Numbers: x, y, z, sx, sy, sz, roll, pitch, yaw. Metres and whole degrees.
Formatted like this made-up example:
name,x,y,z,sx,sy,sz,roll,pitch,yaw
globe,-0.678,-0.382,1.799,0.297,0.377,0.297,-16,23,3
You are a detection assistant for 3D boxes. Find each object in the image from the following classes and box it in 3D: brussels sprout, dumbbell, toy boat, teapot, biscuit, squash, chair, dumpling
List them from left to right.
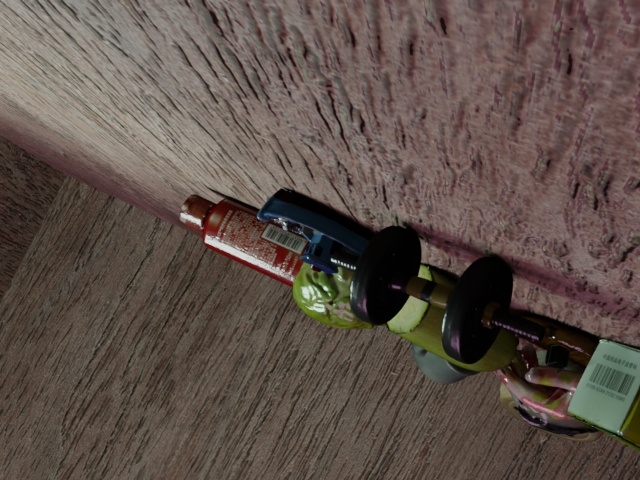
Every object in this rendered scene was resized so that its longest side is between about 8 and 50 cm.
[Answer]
name,x,y,z,sx,sy,sz,roll,pitch,yaw
toy boat,0.000,0.000,1.399,0.223,0.097,0.100,27,171,-15
brussels sprout,0.054,0.089,1.614,0.223,0.161,0.223,30,180,0
dumbbell,0.148,0.070,1.172,0.325,0.143,0.143,21,172,33
squash,0.242,0.146,1.505,0.247,0.132,0.132,28,173,-25
teapot,0.304,0.217,1.833,0.239,0.162,0.149,2,169,-19
chair,0.374,0.184,1.374,0.042,0.037,0.086,14,167,1
dumpling,0.477,0.303,1.739,0.293,0.163,0.204,14,170,-2
biscuit,0.418,0.176,1.457,0.212,0.036,0.212,26,175,3

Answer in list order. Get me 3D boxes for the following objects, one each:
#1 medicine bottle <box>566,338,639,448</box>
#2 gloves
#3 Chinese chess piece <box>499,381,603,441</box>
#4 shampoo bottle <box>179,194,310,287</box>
name,x,y,z,sx,sy,sz,roll,pitch,yaw
medicine bottle,0.523,0.263,1.315,0.250,0.141,0.137,28,177,-17
gloves,0.430,0.267,1.571,0.241,0.126,0.145,5,-164,12
Chinese chess piece,0.547,0.373,2.035,0.257,0.104,0.257,24,158,10
shampoo bottle,-0.145,-0.007,1.807,0.314,0.118,0.076,23,177,19
